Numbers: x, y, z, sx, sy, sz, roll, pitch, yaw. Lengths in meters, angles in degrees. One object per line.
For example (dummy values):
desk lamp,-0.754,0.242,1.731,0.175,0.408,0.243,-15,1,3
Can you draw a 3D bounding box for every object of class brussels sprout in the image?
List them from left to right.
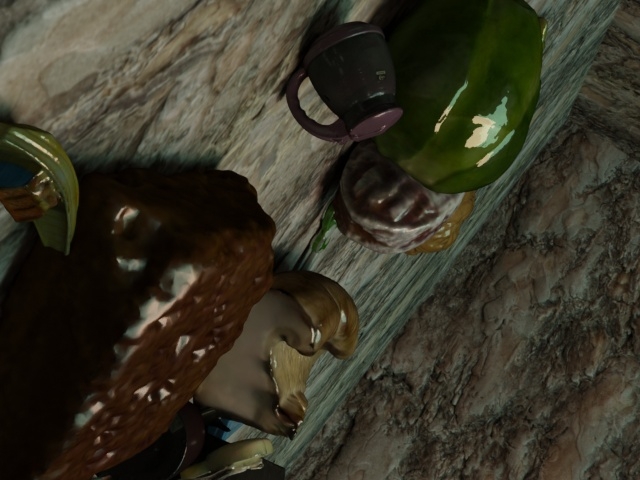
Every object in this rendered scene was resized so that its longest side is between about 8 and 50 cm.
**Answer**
brussels sprout,0.213,-0.237,1.345,0.371,0.276,0.314,24,88,-78

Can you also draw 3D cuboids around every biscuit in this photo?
biscuit,-0.224,0.108,0.978,0.395,0.166,0.343,-58,162,17

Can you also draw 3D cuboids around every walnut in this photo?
walnut,0.210,-0.090,1.745,0.225,0.257,0.257,-25,-175,38

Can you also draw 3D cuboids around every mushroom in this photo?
mushroom,-0.049,0.158,1.579,0.397,0.225,0.313,-38,145,-60

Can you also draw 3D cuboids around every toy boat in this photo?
toy boat,-0.257,-0.047,0.736,0.172,0.065,0.066,84,30,-58

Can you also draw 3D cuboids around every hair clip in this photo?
hair clip,-0.170,0.388,1.390,0.159,0.071,0.219,-26,174,41

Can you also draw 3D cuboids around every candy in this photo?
candy,0.150,-0.100,1.529,0.289,0.214,0.157,-42,164,-29

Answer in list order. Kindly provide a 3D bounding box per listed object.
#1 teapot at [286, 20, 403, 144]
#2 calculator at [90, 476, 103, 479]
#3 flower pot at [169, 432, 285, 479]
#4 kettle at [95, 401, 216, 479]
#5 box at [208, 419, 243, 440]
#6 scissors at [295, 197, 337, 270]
teapot,0.037,-0.203,1.097,0.148,0.145,0.116,-20,170,-18
calculator,-0.459,0.500,1.344,0.295,0.042,0.184,-42,160,-35
flower pot,-0.216,0.498,1.542,0.379,0.380,0.251,75,39,-70
kettle,-0.280,0.339,1.371,0.202,0.144,0.232,-35,168,-1
box,-0.156,0.313,1.758,0.232,0.083,0.142,-36,155,-51
scissors,0.000,0.000,1.652,0.204,0.027,0.101,-59,163,12
